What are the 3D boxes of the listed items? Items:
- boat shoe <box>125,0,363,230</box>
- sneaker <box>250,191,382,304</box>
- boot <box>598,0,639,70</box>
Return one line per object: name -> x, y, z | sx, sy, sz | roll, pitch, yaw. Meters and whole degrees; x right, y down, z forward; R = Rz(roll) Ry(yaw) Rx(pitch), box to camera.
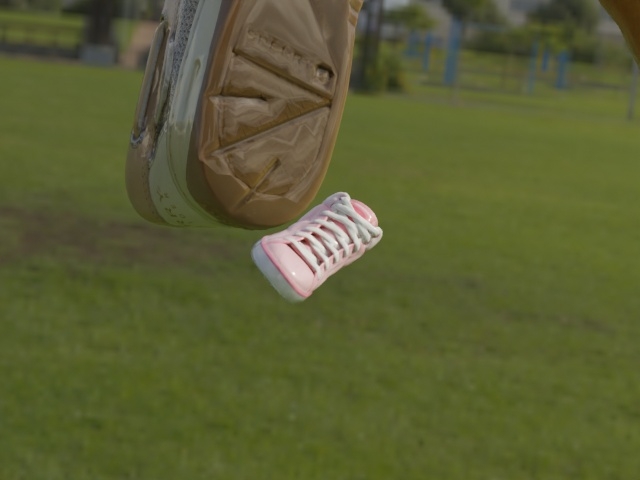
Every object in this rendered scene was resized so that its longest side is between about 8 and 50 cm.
boat shoe -> -0.028, -0.168, 1.003 | 0.121, 0.341, 0.110 | 31, -20, -33
sneaker -> 0.000, 0.000, 1.220 | 0.051, 0.070, 0.134 | 51, 14, 4
boot -> 0.140, -0.138, 0.670 | 0.104, 0.211, 0.295 | -24, 11, -2
